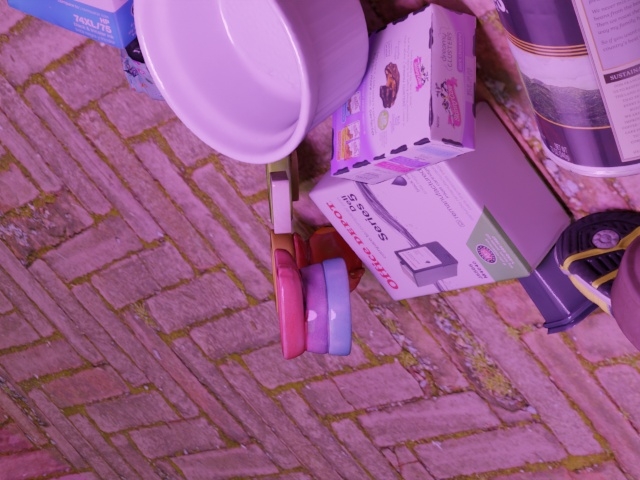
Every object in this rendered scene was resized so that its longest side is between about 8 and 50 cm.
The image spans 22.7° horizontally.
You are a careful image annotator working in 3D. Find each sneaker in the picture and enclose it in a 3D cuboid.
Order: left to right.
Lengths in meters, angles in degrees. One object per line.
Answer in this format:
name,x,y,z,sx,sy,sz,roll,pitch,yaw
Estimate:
sneaker,0.441,0.099,1.857,0.385,0.145,0.147,30,149,21

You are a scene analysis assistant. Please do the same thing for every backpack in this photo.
backpack,-0.201,-0.258,2.090,0.115,0.152,0.182,15,159,11

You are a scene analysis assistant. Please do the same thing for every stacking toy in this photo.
stacking toy,0.000,0.000,2.151,0.130,0.309,0.279,-4,112,-4

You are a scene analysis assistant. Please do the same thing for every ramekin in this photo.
ramekin,-0.075,-0.240,1.853,0.277,0.135,0.277,29,137,31

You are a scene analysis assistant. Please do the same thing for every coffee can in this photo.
coffee can,0.277,-0.229,1.559,0.202,0.201,0.275,10,138,40

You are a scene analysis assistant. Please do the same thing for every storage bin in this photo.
storage bin,0.304,0.051,1.987,0.091,0.098,0.135,52,173,0

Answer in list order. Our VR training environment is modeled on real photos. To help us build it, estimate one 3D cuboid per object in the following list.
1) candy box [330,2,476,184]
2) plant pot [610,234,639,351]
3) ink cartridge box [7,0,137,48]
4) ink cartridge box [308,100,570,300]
candy box,0.096,-0.167,1.863,0.070,0.164,0.196,11,164,-33
plant pot,0.454,0.000,1.657,0.263,0.263,0.229,25,127,24
ink cartridge box,-0.279,-0.415,1.919,0.197,0.198,0.270,23,145,27
ink cartridge box,0.146,-0.043,2.014,0.198,0.115,0.273,51,147,-16
